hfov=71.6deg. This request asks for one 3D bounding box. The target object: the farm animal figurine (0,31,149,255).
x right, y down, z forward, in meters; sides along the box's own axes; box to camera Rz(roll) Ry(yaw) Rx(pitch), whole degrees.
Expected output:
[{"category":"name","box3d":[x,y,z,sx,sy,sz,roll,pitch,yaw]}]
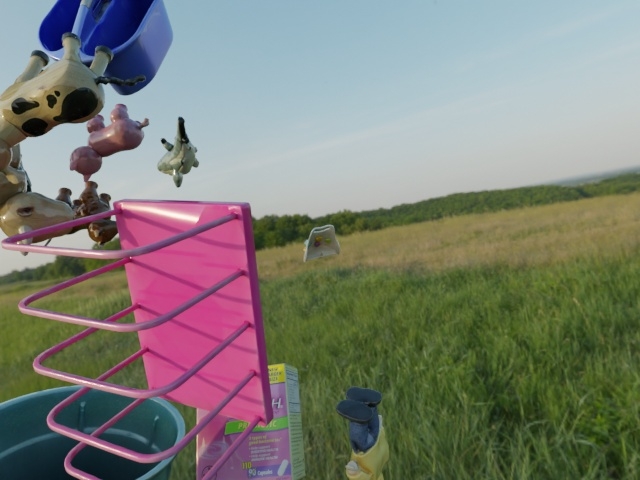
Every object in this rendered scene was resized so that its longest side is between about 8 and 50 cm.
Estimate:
[{"category":"farm animal figurine","box3d":[-0.388,-0.083,0.543,0.327,0.172,0.330,3,-37,-18]}]

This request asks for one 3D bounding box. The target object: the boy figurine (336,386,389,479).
[{"category":"boy figurine","box3d":[0.101,0.469,0.993,0.092,0.285,0.177,6,25,26]}]

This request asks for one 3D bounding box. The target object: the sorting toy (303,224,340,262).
[{"category":"sorting toy","box3d":[0.000,0.000,0.944,0.083,0.075,0.045,-12,46,-23]}]

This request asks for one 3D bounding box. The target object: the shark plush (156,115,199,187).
[{"category":"shark plush","box3d":[-0.271,-0.162,0.819,0.073,0.067,0.161,-60,4,-23]}]

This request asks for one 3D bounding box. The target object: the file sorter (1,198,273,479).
[{"category":"file sorter","box3d":[-0.198,0.114,0.508,0.202,0.290,0.182,4,18,25]}]

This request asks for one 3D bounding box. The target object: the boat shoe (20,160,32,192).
[{"category":"boat shoe","box3d":[-0.879,-0.173,1.251,0.102,0.301,0.108,14,24,31]}]

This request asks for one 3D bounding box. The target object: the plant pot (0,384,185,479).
[{"category":"plant pot","box3d":[-0.418,0.474,0.737,0.341,0.334,0.341,7,6,-1]}]

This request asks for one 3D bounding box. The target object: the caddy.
[{"category":"caddy","box3d":[-0.503,-0.513,1.053,0.241,0.341,0.179,9,-26,7]}]

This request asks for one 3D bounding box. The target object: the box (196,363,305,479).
[{"category":"box","box3d":[-0.158,0.420,1.009,0.214,0.243,0.117,-9,-24,9]}]
